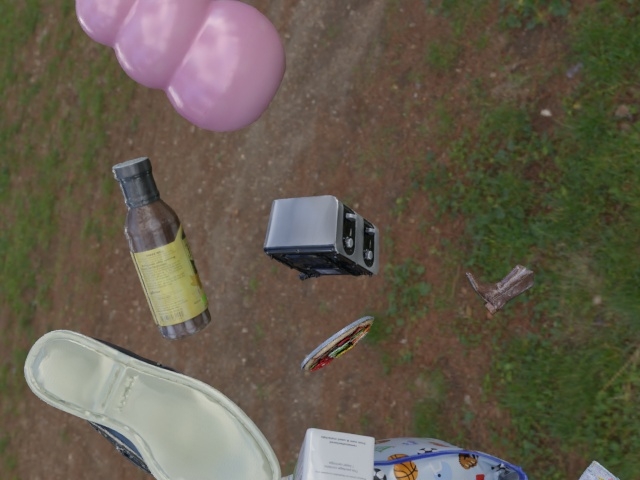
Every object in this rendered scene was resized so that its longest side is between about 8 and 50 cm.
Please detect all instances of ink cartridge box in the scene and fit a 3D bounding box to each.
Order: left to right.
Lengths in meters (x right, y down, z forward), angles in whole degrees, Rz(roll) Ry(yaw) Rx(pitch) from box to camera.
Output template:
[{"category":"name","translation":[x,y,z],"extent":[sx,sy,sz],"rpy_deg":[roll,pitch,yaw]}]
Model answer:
[{"category":"ink cartridge box","translation":[0.008,0.495,1.242],"extent":[0.211,0.121,0.289],"rpy_deg":[105,173,-51]}]

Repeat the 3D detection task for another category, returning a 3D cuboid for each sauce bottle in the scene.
[{"category":"sauce bottle","translation":[-0.304,0.015,1.414],"extent":[0.111,0.111,0.345],"rpy_deg":[12,121,57]}]

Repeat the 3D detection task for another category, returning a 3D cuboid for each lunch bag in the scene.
[{"category":"lunch bag","translation":[0.219,0.552,1.648],"extent":[0.328,0.385,0.239],"rpy_deg":[152,110,-71]},{"category":"lunch bag","translation":[0.552,0.491,1.470],"extent":[0.083,0.053,0.071],"rpy_deg":[38,126,30]}]

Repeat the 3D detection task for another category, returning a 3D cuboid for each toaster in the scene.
[{"category":"toaster","translation":[0.000,0.000,1.358],"extent":[0.185,0.168,0.110],"rpy_deg":[-3,70,32]}]

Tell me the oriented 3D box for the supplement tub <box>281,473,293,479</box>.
[{"category":"supplement tub","translation":[0.011,0.717,1.971],"extent":[0.241,0.331,0.241],"rpy_deg":[-20,-90,-90]}]

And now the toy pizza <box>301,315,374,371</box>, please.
[{"category":"toy pizza","translation":[0.044,0.239,1.683],"extent":[0.032,0.201,0.201],"rpy_deg":[54,131,15]}]

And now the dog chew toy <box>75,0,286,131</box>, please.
[{"category":"dog chew toy","translation":[-0.221,-0.310,1.153],"extent":[0.207,0.331,0.207],"rpy_deg":[-49,25,32]}]

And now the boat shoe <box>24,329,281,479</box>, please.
[{"category":"boat shoe","translation":[-0.198,0.221,0.926],"extent":[0.113,0.340,0.127],"rpy_deg":[84,-151,-78]}]

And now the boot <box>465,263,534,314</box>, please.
[{"category":"boot","translation":[0.353,0.074,1.458],"extent":[0.114,0.106,0.037],"rpy_deg":[-37,12,2]}]
